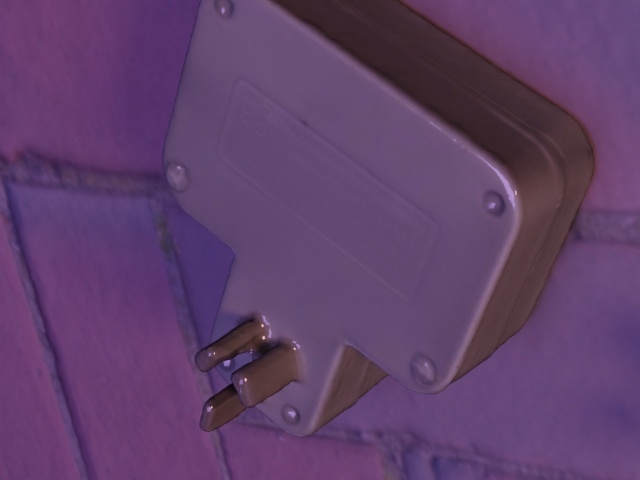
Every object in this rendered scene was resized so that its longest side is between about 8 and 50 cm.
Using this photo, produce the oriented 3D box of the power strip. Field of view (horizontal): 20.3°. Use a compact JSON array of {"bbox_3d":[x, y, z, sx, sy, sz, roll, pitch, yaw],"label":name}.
[{"bbox_3d":[0.000,0.000,1.020,0.229,0.141,0.261,37,133,21],"label":"power strip"}]
